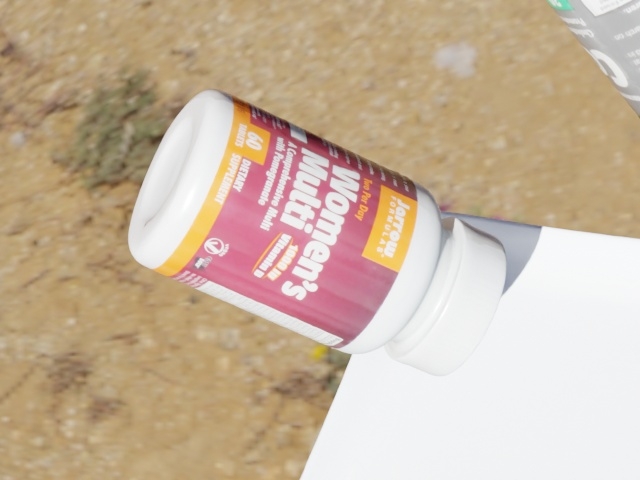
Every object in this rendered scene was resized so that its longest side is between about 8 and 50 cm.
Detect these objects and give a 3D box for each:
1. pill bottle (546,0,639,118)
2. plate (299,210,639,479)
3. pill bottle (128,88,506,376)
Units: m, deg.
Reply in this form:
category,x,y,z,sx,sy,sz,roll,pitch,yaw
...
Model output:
category,x,y,z,sx,sy,sz,roll,pitch,yaw
pill bottle,0.360,-0.198,1.749,0.361,0.204,0.204,48,70,-21
plate,0.147,0.115,1.290,0.277,0.278,0.045,-67,151,-27
pill bottle,0.000,0.000,1.199,0.221,0.121,0.121,24,77,-17
